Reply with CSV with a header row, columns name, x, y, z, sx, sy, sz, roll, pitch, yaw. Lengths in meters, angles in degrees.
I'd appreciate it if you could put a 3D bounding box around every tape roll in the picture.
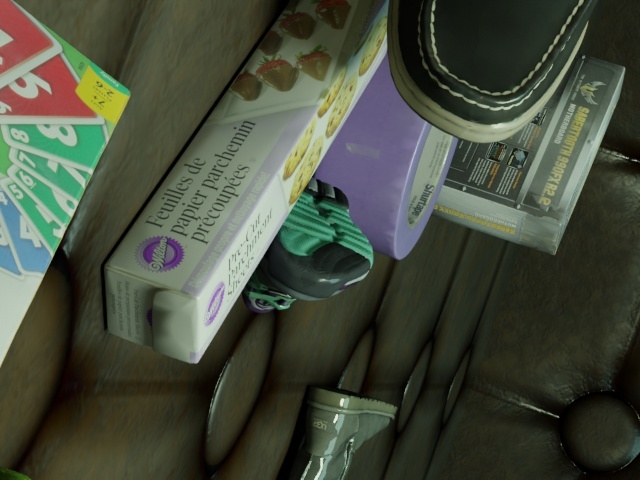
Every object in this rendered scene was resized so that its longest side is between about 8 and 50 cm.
name,x,y,z,sx,sy,sz,roll,pitch,yaw
tape roll,0.063,-0.084,1.413,0.189,0.080,0.189,19,90,-77

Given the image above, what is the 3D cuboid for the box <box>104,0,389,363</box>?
name,x,y,z,sx,sy,sz,roll,pitch,yaw
box,-0.038,-0.061,1.056,0.067,0.063,0.324,94,19,-46

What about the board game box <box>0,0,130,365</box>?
name,x,y,z,sx,sy,sz,roll,pitch,yaw
board game box,-0.137,-0.010,0.453,0.039,0.124,0.259,-42,-161,32

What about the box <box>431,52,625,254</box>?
name,x,y,z,sx,sy,sz,roll,pitch,yaw
box,0.196,-0.112,1.701,0.056,0.183,0.231,91,21,-54

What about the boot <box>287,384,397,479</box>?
name,x,y,z,sx,sy,sz,roll,pitch,yaw
boot,0.002,0.254,1.663,0.190,0.076,0.208,18,84,-63

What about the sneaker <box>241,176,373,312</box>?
name,x,y,z,sx,sy,sz,roll,pitch,yaw
sneaker,-0.019,0.023,1.145,0.223,0.083,0.098,-87,-158,-75

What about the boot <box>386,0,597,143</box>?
name,x,y,z,sx,sy,sz,roll,pitch,yaw
boot,0.172,-0.267,1.014,0.377,0.138,0.284,-61,180,-26

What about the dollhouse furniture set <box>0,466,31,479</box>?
name,x,y,z,sx,sy,sz,roll,pitch,yaw
dollhouse furniture set,-0.220,0.147,0.387,0.301,0.151,0.197,-6,114,-76
